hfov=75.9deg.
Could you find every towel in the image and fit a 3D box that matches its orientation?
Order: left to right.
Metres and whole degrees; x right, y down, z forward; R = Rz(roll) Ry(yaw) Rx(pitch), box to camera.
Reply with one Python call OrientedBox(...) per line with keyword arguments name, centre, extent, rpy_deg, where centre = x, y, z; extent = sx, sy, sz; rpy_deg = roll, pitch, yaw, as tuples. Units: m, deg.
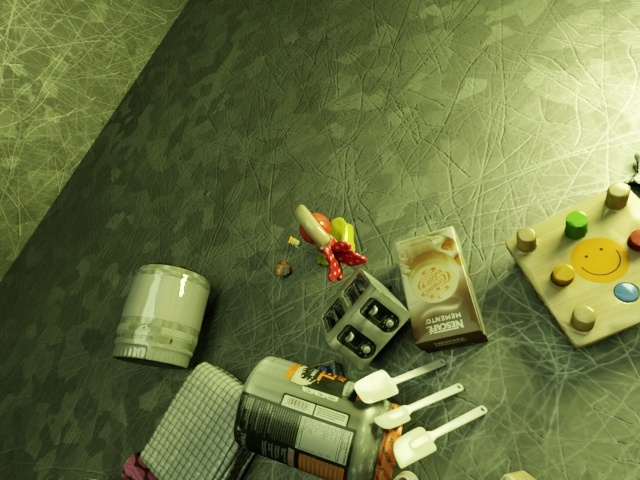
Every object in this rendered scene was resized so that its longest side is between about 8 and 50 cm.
OrientedBox(name="towel", centre=(-0.269, 0.478, 1.011), extent=(0.235, 0.121, 0.283), rpy_deg=(20, 74, 33))

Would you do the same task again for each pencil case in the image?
OrientedBox(name="pencil case", centre=(-0.422, 0.623, 1.028), extent=(0.210, 0.098, 0.095), rpy_deg=(25, 78, 37))

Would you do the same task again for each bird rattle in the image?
OrientedBox(name="bird rattle", centre=(0.000, 0.000, 1.034), extent=(0.143, 0.253, 0.207), rpy_deg=(-41, 95, 12))

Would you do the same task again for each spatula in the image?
OrientedBox(name="spatula", centre=(0.199, 0.310, 0.795), extent=(0.168, 0.242, 0.019), rpy_deg=(52, 139, 39))

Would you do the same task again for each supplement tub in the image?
OrientedBox(name="supplement tub", centre=(0.002, 0.371, 0.839), extent=(0.317, 0.193, 0.193), rpy_deg=(13, 71, 15))

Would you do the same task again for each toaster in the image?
OrientedBox(name="toaster", centre=(0.095, 0.167, 0.937), extent=(0.168, 0.110, 0.185), rpy_deg=(-49, 15, 6))

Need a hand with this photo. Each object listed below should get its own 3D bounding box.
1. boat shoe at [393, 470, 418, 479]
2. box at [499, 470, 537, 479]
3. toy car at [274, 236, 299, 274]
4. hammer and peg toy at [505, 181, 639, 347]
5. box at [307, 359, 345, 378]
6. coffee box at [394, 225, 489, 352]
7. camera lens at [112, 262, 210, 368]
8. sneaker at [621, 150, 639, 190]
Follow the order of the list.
OrientedBox(name="boat shoe", centre=(0.125, 0.533, 0.793), extent=(0.184, 0.063, 0.066), rpy_deg=(-49, 53, -2))
OrientedBox(name="box", centre=(0.311, 0.432, 0.587), extent=(0.148, 0.311, 0.121), rpy_deg=(33, 84, 36))
OrientedBox(name="toy car", centre=(-0.092, 0.048, 1.179), extent=(0.041, 0.060, 0.121), rpy_deg=(23, 83, 3))
OrientedBox(name="hammer and peg toy", centre=(0.583, 0.021, 0.769), extent=(0.362, 0.127, 0.265), rpy_deg=(-28, 55, 14))
OrientedBox(name="box", centre=(-0.027, 0.340, 0.985), extent=(0.169, 0.054, 0.059), rpy_deg=(-22, 56, 18))
OrientedBox(name="coffee box", centre=(0.266, 0.110, 0.916), extent=(0.141, 0.098, 0.246), rpy_deg=(-19, 57, 20))
OrientedBox(name="camera lens", centre=(-0.451, 0.215, 1.184), extent=(0.220, 0.219, 0.273), rpy_deg=(-6, 63, 27))
OrientedBox(name="sneaker", centre=(0.668, -0.140, 0.863), extent=(0.069, 0.038, 0.098), rpy_deg=(-23, 56, 16))
